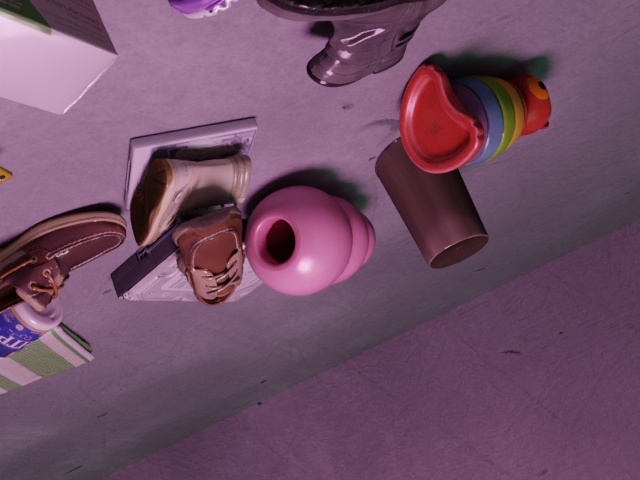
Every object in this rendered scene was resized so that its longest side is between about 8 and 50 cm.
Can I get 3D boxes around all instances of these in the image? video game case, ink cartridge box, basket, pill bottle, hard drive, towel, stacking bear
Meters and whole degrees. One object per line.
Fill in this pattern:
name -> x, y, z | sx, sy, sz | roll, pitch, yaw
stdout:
video game case -> -0.212, -0.121, 1.344 | 0.201, 0.023, 0.183 | -14, 157, -23
ink cartridge box -> -0.295, -0.235, 0.726 | 0.092, 0.219, 0.160 | -37, 156, 24
basket -> 0.222, -0.072, 1.626 | 0.154, 0.227, 0.204 | -24, 159, 1
pill bottle -> -0.566, 0.149, 1.494 | 0.186, 0.112, 0.112 | -32, 157, 21
hard drive -> -0.217, 0.045, 1.677 | 0.237, 0.064, 0.339 | -37, 154, 29
towel -> -0.672, 0.265, 1.765 | 0.324, 0.038, 0.248 | -20, 157, -4
stacking bear -> 0.294, -0.222, 1.463 | 0.289, 0.175, 0.164 | -18, 157, -35

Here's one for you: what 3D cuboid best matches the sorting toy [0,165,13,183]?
sorting toy -> -0.531, -0.096, 1.042 | 0.132, 0.046, 0.274 | -37, 155, 30

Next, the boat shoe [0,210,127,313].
boat shoe -> -0.471, 0.062, 1.369 | 0.342, 0.123, 0.123 | -22, 159, -5

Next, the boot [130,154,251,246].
boot -> -0.211, -0.065, 1.348 | 0.165, 0.077, 0.213 | -11, 155, -34

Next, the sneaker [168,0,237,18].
sneaker -> -0.094, -0.339, 0.875 | 0.236, 0.095, 0.104 | -40, 147, 24

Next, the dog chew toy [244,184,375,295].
dog chew toy -> 0.000, 0.000, 1.624 | 0.206, 0.207, 0.332 | -34, 164, 25

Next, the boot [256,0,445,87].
boot -> 0.032, -0.275, 1.071 | 0.338, 0.118, 0.223 | -16, 159, -35

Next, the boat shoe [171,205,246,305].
boat shoe -> -0.172, 0.034, 1.390 | 0.123, 0.116, 0.324 | -22, 168, -11
